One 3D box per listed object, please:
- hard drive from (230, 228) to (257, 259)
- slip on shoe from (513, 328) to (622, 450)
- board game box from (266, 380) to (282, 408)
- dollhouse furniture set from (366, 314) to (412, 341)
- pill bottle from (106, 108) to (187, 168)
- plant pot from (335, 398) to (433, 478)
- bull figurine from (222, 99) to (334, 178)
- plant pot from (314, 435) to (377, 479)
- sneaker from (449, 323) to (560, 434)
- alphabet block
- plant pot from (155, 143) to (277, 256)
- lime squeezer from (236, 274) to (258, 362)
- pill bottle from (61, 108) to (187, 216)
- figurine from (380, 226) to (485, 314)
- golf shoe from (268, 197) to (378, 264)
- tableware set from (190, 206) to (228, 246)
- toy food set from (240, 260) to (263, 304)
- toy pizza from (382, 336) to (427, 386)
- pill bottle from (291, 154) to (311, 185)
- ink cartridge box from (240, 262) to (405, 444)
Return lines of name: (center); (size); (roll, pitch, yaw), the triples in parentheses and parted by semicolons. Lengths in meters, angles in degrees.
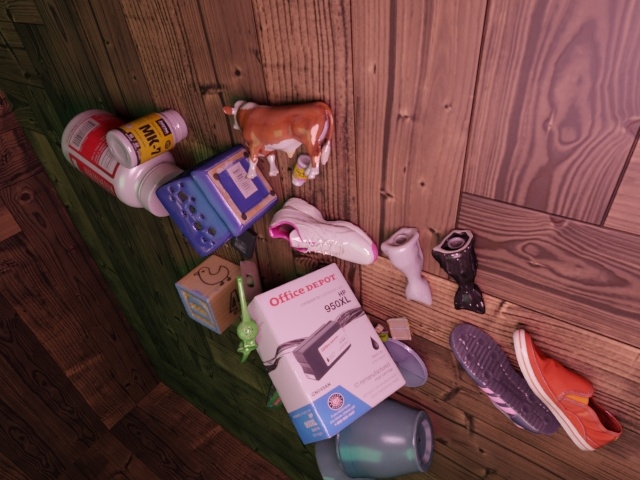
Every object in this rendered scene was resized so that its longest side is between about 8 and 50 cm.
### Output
hard drive: (-0.266, -0.003, 1.441); (0.094, 0.022, 0.135); (37, 141, 12)
slip on shoe: (0.536, 0.319, 0.919); (0.101, 0.123, 0.331); (-37, 96, 30)
board game box: (-0.112, 0.378, 1.413); (0.046, 0.317, 0.213); (17, 142, -10)
dollhouse furniture set: (0.198, 0.251, 1.234); (0.152, 0.058, 0.076); (-8, 111, 25)
pill bottle: (-0.512, -0.310, 1.249); (0.119, 0.208, 0.119); (25, 138, 26)
plant pot: (0.228, 0.656, 1.390); (0.255, 0.271, 0.271); (-9, 117, 30)
bull figurine: (-0.106, -0.244, 0.991); (0.310, 0.101, 0.188); (7, 107, 34)
plant pot: (0.142, 0.832, 1.634); (0.195, 0.290, 0.290); (-36, 97, 15)
sneaker: (0.427, 0.348, 1.041); (0.319, 0.112, 0.131); (48, 160, 9)
alphabet block: (-0.400, 0.204, 1.609); (0.192, 0.197, 0.193); (20, 135, 29)
plant pot: (-0.275, -0.125, 1.183); (0.212, 0.236, 0.236); (-19, 110, 42)
lime squeezer: (-0.208, 0.253, 1.124); (0.110, 0.059, 0.310); (34, 132, 41)
pill bottle: (-0.643, -0.255, 1.405); (0.408, 0.229, 0.229); (33, 140, 17)
figurine: (0.266, 0.080, 0.974); (0.215, 0.092, 0.209); (5, 130, 42)
golf shoe: (0.000, 0.000, 1.104); (0.306, 0.140, 0.115); (26, 136, 22)
tableware set: (-0.400, -0.068, 1.500); (0.194, 0.039, 0.128); (30, 151, 29)
toy food set: (-0.232, 0.252, 1.481); (0.219, 0.092, 0.306); (-113, 12, -52)
toy pizza: (0.240, 0.370, 1.292); (0.201, 0.032, 0.201); (25, 136, 26)
pill bottle: (-0.048, -0.177, 1.067); (0.043, 0.043, 0.083); (40, 142, 8)
ink cartridge box: (0.000, 0.298, 1.161); (0.395, 0.285, 0.166); (59, 144, 15)
